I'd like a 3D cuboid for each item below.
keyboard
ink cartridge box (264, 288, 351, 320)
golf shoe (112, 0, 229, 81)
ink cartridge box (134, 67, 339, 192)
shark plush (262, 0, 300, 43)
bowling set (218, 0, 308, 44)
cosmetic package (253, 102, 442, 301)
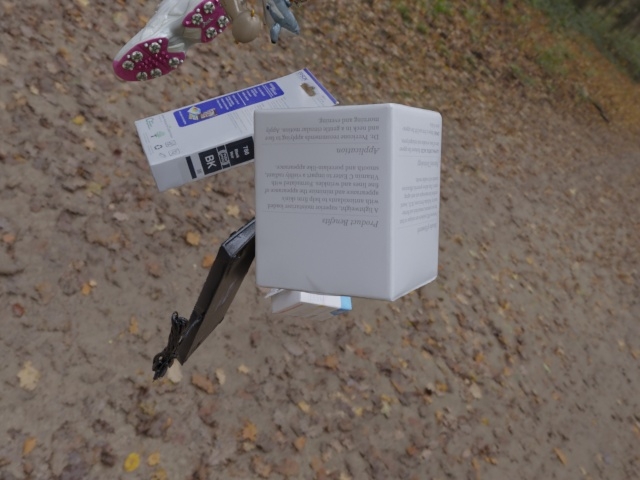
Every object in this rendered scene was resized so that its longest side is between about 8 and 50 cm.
[{"bbox_3d":[-0.166,0.092,0.926,0.033,0.317,0.201,36,47,5],"label":"keyboard"},{"bbox_3d":[-0.027,0.093,1.231,0.143,0.092,0.089,15,61,-39],"label":"ink cartridge box"},{"bbox_3d":[-0.354,-0.486,1.499,0.140,0.306,0.115,60,3,31],"label":"golf shoe"},{"bbox_3d":[-0.145,-0.198,1.124,0.333,0.065,0.165,-20,41,-10],"label":"ink cartridge box"},{"bbox_3d":[-0.077,-0.453,1.215,0.067,0.161,0.073,-15,44,-8],"label":"shark plush"},{"bbox_3d":[-0.016,-0.408,0.877,0.200,0.287,0.154,-15,76,-34],"label":"bowling set"},{"bbox_3d":[0.032,-0.044,0.673,0.151,0.152,0.183,-14,107,-62],"label":"cosmetic package"}]
